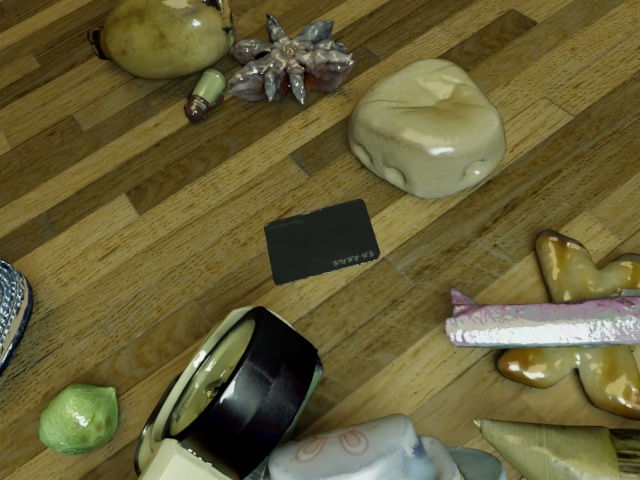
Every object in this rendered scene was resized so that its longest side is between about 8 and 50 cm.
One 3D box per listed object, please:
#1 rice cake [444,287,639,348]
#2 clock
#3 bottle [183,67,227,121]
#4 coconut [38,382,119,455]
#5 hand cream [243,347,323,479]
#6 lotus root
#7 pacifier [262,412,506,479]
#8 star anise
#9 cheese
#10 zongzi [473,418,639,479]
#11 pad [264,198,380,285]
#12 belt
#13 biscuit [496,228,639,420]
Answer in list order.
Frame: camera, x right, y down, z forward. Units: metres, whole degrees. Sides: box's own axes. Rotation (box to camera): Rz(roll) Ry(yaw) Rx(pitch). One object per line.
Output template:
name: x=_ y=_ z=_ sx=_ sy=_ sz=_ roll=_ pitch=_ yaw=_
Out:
rice cake: x=0.284 y=0.081 z=0.606 sx=0.290 sy=0.051 sz=0.081 roll=-3 pitch=59 yaw=12
clock: x=-0.146 y=0.235 z=0.541 sx=0.120 sy=0.276 sz=0.379 roll=42 pitch=64 yaw=-12
bottle: x=-0.207 y=-0.252 z=0.967 sx=0.063 sy=0.047 sz=0.101 roll=1 pitch=59 yaw=44
coconut: x=-0.290 y=0.215 z=0.667 sx=0.096 sy=0.088 sz=0.088 roll=-42 pitch=60 yaw=-7
hand cream: x=-0.067 y=0.227 z=0.641 sx=0.086 sy=0.055 sz=0.235 roll=23 pitch=73 yaw=26
lotus root: x=-0.299 y=-0.377 z=0.991 sx=0.310 sy=0.183 sz=0.182 roll=-6 pitch=57 yaw=21
pacifier: x=0.047 y=0.290 z=0.506 sx=0.287 sy=0.238 sz=0.225 roll=-17 pitch=87 yaw=-4
star anise: x=-0.048 y=-0.310 z=0.941 sx=0.236 sy=0.093 sz=0.229 roll=25 pitch=67 yaw=26
cheese: x=0.157 y=-0.174 z=0.805 sx=0.235 sy=0.117 sz=0.218 roll=12 pitch=60 yaw=14
zongzi: x=0.282 y=0.296 z=0.456 sx=0.300 sy=0.145 sz=0.273 roll=5 pitch=60 yaw=0
pad: x=0.000 y=0.000 z=0.794 sx=0.157 sy=0.003 sz=0.112 roll=-15 pitch=57 yaw=1
belt: x=-0.474 y=0.135 z=0.737 sx=0.122 sy=0.128 sz=0.218 roll=28 pitch=63 yaw=-17
biscuit: x=0.317 y=0.093 z=0.650 sx=0.164 sy=0.047 sz=0.208 roll=15 pitch=64 yaw=23
